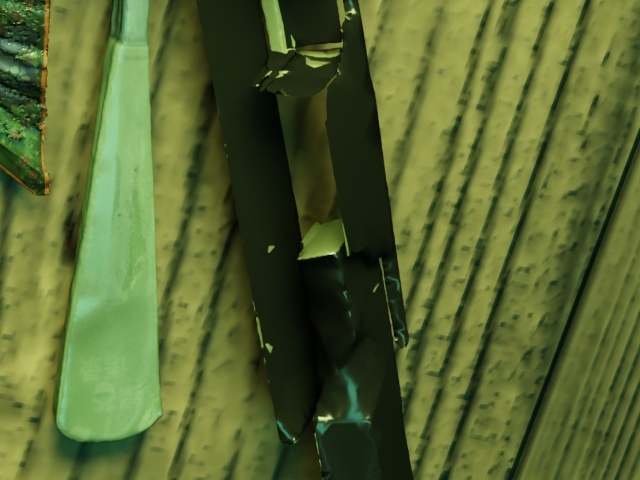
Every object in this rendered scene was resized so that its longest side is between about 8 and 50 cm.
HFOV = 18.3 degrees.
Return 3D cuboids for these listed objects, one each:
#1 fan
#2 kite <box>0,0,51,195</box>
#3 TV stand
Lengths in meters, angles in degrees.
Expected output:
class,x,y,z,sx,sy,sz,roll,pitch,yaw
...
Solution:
class,x,y,z,sx,sy,sz,roll,pitch,yaw
fan,-0.062,-0.028,0.628,0.038,0.016,0.193,-3,109,-28
kite,-0.098,-0.098,0.571,0.159,0.010,0.190,3,119,-10
TV stand,0.000,0.000,0.645,0.042,0.036,0.249,-2,114,18
